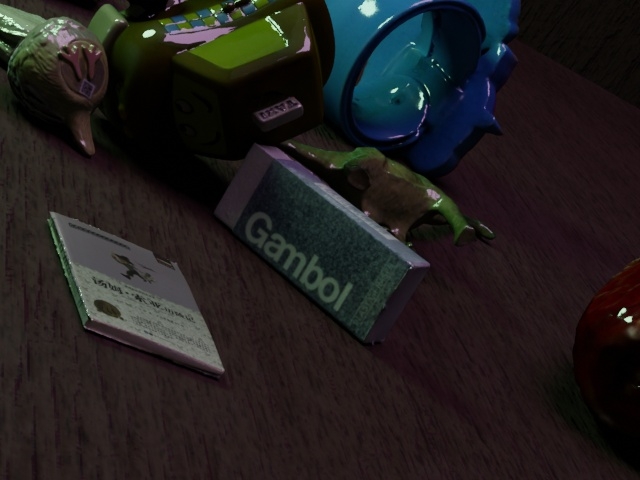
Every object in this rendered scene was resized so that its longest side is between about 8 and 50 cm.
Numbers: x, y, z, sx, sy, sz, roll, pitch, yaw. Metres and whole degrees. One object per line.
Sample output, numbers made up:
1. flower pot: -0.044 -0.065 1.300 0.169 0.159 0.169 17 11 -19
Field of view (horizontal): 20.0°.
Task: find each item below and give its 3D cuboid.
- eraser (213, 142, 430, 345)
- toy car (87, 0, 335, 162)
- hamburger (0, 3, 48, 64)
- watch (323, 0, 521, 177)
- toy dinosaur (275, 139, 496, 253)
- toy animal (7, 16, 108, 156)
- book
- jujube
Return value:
1. eraser: 0.000 0.000 1.725 0.212 0.092 0.046 40 18 26
2. toy car: -0.092 -0.168 1.802 0.248 0.204 0.198 -24 44 -18
3. hamburger: -0.309 -0.207 1.853 0.084 0.054 0.121 10 23 -43
4. watch: 0.124 -0.263 2.375 0.274 0.305 0.241 25 15 -50
5. toy dinosaur: 0.069 -0.071 2.089 0.447 0.087 0.301 33 15 -21
6. toy animal: -0.252 -0.144 1.741 0.098 0.137 0.098 -8 1 0
7. book: -0.150 0.042 1.458 0.127 0.014 0.181 23 18 -27
8. jujube: 0.385 0.109 1.907 0.223 0.223 0.318 37 25 19
